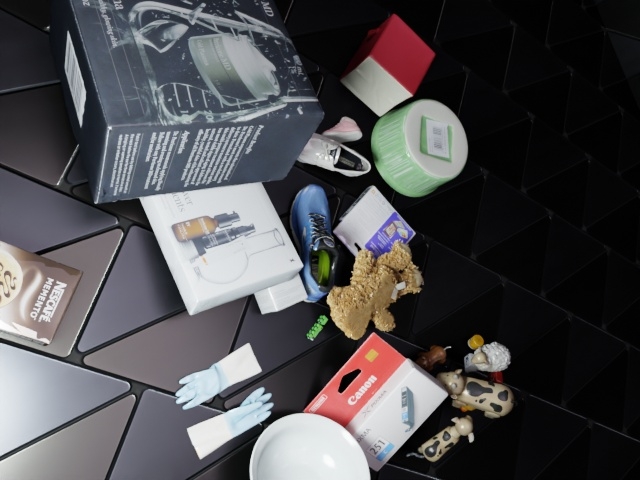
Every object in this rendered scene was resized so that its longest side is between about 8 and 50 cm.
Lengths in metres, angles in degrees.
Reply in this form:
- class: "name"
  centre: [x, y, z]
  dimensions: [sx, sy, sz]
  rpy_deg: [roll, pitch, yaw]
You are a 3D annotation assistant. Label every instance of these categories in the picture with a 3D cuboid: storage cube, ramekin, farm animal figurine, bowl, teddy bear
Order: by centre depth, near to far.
- class: "bowl"
  centre: [-0.039, 0.588, 1.334]
  dimensions: [0.298, 0.134, 0.298]
  rpy_deg: [13, 42, -12]
- class: "farm animal figurine"
  centre: [0.401, 0.451, 1.553]
  dimensions: [0.327, 0.172, 0.330]
  rpy_deg: [0, 68, 0]
- class: "teddy bear"
  centre: [0.159, 0.139, 1.575]
  dimensions: [0.338, 0.113, 0.245]
  rpy_deg: [-51, 121, -18]
- class: "storage cube"
  centre: [0.208, -0.547, 1.722]
  dimensions: [0.215, 0.184, 0.193]
  rpy_deg: [36, 66, -19]
- class: "ramekin"
  centre: [0.328, -0.304, 1.755]
  dimensions: [0.303, 0.148, 0.303]
  rpy_deg: [7, 76, -28]

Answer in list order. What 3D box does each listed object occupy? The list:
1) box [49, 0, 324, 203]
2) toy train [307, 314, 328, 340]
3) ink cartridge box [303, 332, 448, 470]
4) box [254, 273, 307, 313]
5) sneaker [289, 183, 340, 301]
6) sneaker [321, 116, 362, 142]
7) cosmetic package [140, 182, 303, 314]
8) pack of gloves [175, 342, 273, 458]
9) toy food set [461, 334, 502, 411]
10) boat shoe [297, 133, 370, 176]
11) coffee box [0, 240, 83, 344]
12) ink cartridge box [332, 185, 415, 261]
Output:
- class: "box"
  centre: [-0.322, -0.380, 1.263]
  dimensions: [0.472, 0.297, 0.479]
  rpy_deg: [-11, 69, -33]
- class: "toy train"
  centre: [-0.008, 0.244, 1.525]
  dimensions: [0.023, 0.017, 0.083]
  rpy_deg: [51, 60, -23]
- class: "ink cartridge box"
  centre: [0.148, 0.436, 1.461]
  dimensions: [0.261, 0.066, 0.296]
  rpy_deg: [39, 96, -17]
- class: "box"
  centre: [-0.109, 0.134, 1.442]
  dimensions: [0.102, 0.101, 0.087]
  rpy_deg: [-21, 90, -31]
- class: "sneaker"
  centre: [0.000, 0.000, 1.507]
  dimensions: [0.130, 0.147, 0.330]
  rpy_deg: [3, 77, -29]
- class: "sneaker"
  centre: [0.056, -0.339, 1.672]
  dimensions: [0.134, 0.051, 0.070]
  rpy_deg: [-9, 66, -20]
- class: "cosmetic package"
  centre: [-0.253, -0.040, 1.347]
  dimensions: [0.284, 0.097, 0.377]
  rpy_deg: [-18, 71, -33]
- class: "pack of gloves"
  centre: [-0.229, 0.393, 1.352]
  dimensions: [0.232, 0.046, 0.195]
  rpy_deg: [-24, 93, -31]
- class: "toy food set"
  centre: [0.504, 0.431, 1.747]
  dimensions: [0.111, 0.104, 0.232]
  rpy_deg: [13, 54, -13]
- class: "boat shoe"
  centre: [0.027, -0.251, 1.601]
  dimensions: [0.268, 0.088, 0.096]
  rpy_deg: [22, 87, -26]
- class: "coffee box"
  centre: [-0.673, 0.091, 1.123]
  dimensions: [0.297, 0.119, 0.168]
  rpy_deg: [25, 68, -23]
- class: "ink cartridge box"
  centre: [0.158, -0.023, 1.656]
  dimensions: [0.206, 0.045, 0.208]
  rpy_deg: [48, 67, -12]
